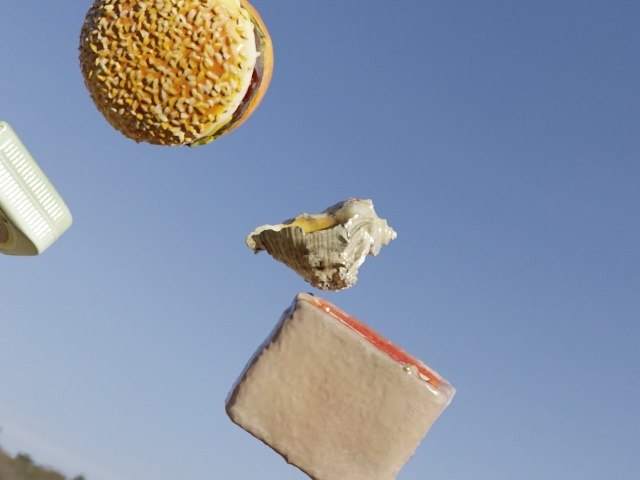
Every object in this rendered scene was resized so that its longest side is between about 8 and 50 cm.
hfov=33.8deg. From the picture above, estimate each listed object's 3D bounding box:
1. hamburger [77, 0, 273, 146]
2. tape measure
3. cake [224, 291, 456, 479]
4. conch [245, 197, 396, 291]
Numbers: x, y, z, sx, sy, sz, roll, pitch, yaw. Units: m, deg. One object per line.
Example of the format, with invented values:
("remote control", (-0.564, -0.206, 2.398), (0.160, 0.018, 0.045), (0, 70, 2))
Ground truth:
("hamburger", (-0.257, -0.324, 1.878), (0.330, 0.330, 0.250), (24, 7, 4))
("tape measure", (-0.508, -0.095, 1.641), (0.207, 0.115, 0.235), (3, -48, 48))
("cake", (0.029, 0.245, 1.663), (0.309, 0.230, 0.237), (32, 0, 9))
("conch", (0.000, 0.000, 1.693), (0.245, 0.162, 0.178), (0, -25, 1))
